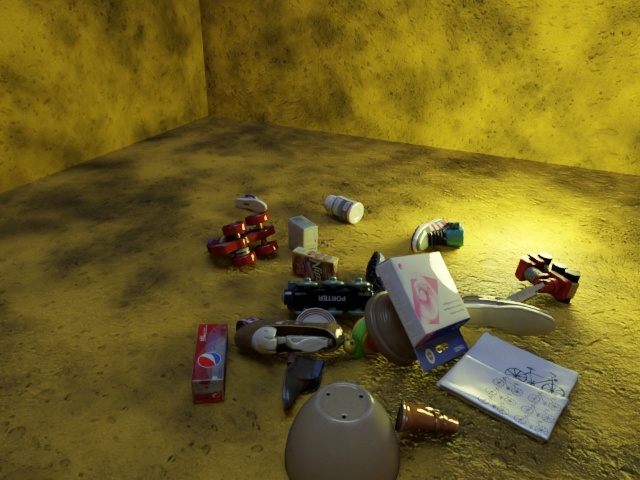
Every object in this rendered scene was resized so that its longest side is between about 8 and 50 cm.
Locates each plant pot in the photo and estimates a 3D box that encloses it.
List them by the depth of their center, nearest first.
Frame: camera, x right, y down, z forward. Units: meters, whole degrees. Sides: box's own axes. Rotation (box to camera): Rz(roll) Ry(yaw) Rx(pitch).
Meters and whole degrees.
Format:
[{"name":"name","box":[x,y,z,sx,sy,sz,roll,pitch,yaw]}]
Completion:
[{"name":"plant pot","box":[0.054,0.454,1.254,0.284,0.191,0.284,1,27,0]},{"name":"plant pot","box":[0.256,0.251,1.601,0.237,0.110,0.237,27,44,-29]}]

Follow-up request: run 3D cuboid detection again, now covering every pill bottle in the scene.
[{"name":"pill bottle","box":[0.108,-0.157,2.530,0.108,0.108,0.180,-23,36,-39]}]

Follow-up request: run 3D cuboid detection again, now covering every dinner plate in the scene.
[{"name":"dinner plate","box":[-0.015,0.287,1.674,0.141,0.141,0.017,-3,-16,-8]}]

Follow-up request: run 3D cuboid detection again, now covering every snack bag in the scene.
[{"name":"snack bag","box":[0.562,0.407,1.533,0.323,0.037,0.342,22,34,35]}]

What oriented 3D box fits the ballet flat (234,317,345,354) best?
[{"name":"ballet flat","box":[-0.096,0.302,1.581,0.342,0.116,0.124,2,5,0]}]

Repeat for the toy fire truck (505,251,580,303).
[{"name":"toy fire truck","box":[0.788,0.154,1.942,0.246,0.158,0.217,1,26,-23]}]

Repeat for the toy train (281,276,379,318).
[{"name":"toy train","box":[0.033,0.192,1.796,0.334,0.142,0.190,1,-1,-6]}]

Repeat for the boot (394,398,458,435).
[{"name":"boot","box":[0.271,0.455,1.320,0.152,0.073,0.197,16,0,14]}]

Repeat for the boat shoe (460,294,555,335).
[{"name":"boat shoe","box":[0.618,0.244,1.769,0.324,0.117,0.097,4,30,18]}]

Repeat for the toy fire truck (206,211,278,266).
[{"name":"toy fire truck","box":[-0.342,0.000,2.188,0.254,0.169,0.302,-6,15,45]}]

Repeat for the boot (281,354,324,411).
[{"name":"boot","box":[-0.049,0.397,1.479,0.106,0.082,0.219,1,25,5]}]

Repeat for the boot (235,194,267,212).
[{"name":"boot","box":[-0.331,-0.194,2.625,0.190,0.069,0.086,14,33,27]}]

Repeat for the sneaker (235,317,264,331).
[{"name":"sneaker","box":[-0.183,0.287,1.705,0.178,0.072,0.077,21,21,22]}]

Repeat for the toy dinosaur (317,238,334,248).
[{"name":"toy dinosaur","box":[0.000,0.000,2.262,0.082,0.090,0.047,37,10,-46]}]

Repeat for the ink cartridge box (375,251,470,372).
[{"name":"ink cartridge box","box":[0.337,0.198,1.579,0.324,0.071,0.330,-4,65,-53]}]

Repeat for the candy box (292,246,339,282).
[{"name":"candy box","box":[-0.021,0.101,2.024,0.186,0.109,0.053,14,30,25]}]

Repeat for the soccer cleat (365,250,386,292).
[{"name":"soccer cleat","box":[0.249,0.148,1.975,0.116,0.109,0.318,18,23,-13]}]

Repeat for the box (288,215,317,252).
[{"name":"box","box":[-0.075,-0.018,2.219,0.072,0.137,0.126,-15,32,-30]}]

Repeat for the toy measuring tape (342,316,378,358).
[{"name":"toy measuring tape","box":[0.209,0.280,1.681,0.330,0.121,0.121,-16,32,-30]}]

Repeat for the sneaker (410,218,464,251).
[{"name":"sneaker","box":[0.527,-0.011,2.260,0.178,0.124,0.295,10,26,37]}]

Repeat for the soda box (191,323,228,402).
[{"name":"soda box","box":[-0.324,0.355,1.547,0.092,0.083,0.263,-1,27,-7]}]
